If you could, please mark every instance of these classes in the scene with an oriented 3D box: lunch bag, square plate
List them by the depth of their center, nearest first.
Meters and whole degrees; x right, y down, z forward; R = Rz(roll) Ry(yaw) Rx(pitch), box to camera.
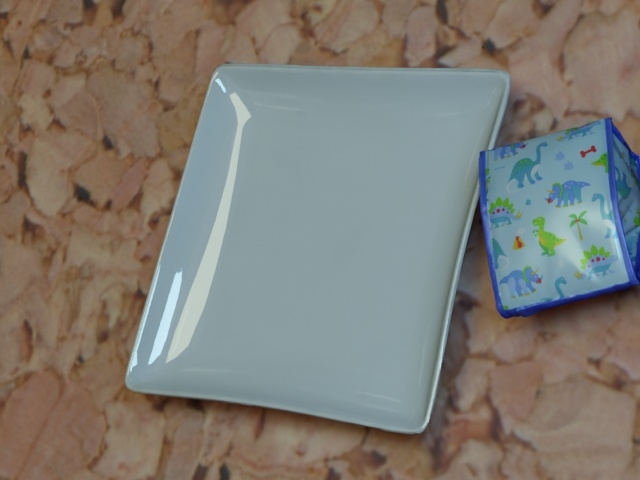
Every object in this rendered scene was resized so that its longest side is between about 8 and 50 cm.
[{"bbox_3d":[0.210,-0.012,1.549,0.129,0.096,0.151,-16,52,26],"label":"lunch bag"},{"bbox_3d":[0.000,0.000,1.708,0.344,0.049,0.347,5,73,34],"label":"square plate"}]
